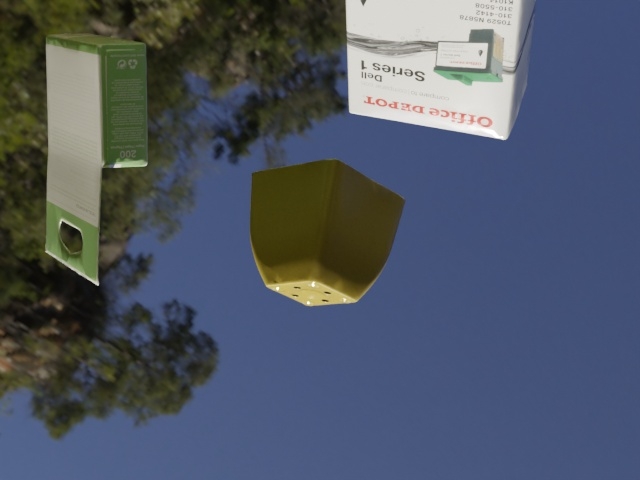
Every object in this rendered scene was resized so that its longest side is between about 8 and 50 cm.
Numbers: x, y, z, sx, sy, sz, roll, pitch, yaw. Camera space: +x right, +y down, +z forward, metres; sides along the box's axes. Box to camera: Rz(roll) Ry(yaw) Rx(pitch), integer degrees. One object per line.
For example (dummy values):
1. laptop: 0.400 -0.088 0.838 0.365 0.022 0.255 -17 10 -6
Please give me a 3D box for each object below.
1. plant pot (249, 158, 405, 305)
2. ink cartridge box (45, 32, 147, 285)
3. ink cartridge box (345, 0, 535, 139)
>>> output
1. plant pot: 0.000 0.000 0.896 0.081 0.081 0.083 -7 -113 41
2. ink cartridge box: -0.231 -0.088 1.304 0.171 0.056 0.235 21 -66 58
3. ink cartridge box: 0.108 -0.207 1.146 0.160 0.219 0.093 11 -132 14
